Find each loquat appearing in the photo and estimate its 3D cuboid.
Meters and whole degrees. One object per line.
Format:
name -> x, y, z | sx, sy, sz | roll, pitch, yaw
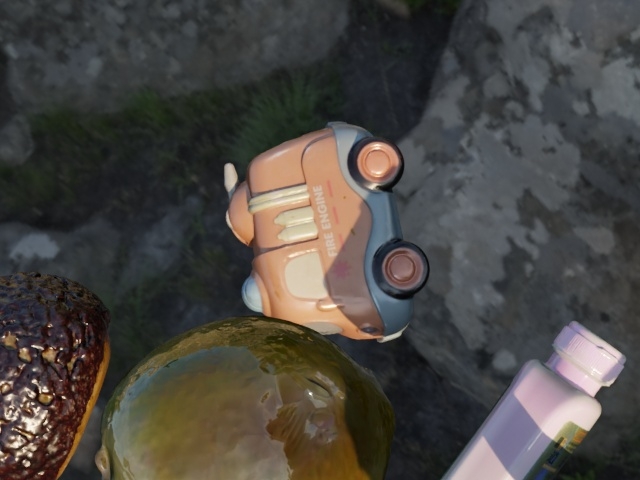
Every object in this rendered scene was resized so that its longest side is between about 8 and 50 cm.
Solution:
loquat -> -0.037, 0.118, 0.653 | 0.195, 0.152, 0.152 | -13, 36, -28

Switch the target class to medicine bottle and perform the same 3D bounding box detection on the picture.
medicine bottle -> 0.187, 0.176, 1.009 | 0.078, 0.115, 0.219 | 38, 94, 29

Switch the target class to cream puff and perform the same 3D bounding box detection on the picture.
cream puff -> -0.308, 0.142, 1.120 | 0.239, 0.165, 0.239 | -159, 90, -77

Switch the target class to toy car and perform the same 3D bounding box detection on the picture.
toy car -> 0.000, 0.000, 1.343 | 0.212, 0.180, 0.270 | -13, 84, -7
